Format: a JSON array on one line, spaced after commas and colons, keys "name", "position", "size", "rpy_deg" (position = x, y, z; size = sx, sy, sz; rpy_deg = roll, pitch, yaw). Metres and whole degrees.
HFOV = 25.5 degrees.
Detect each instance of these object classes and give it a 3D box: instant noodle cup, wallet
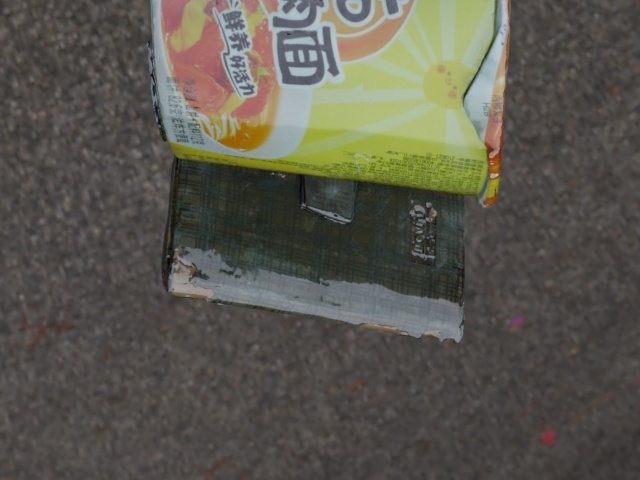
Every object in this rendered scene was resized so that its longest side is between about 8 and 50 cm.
[{"name": "instant noodle cup", "position": [0.012, -0.150, 0.861], "size": [0.200, 0.264, 0.264], "rpy_deg": [2, 143, 5]}, {"name": "wallet", "position": [0.000, 0.000, 1.411], "size": [0.317, 0.169, 0.044], "rpy_deg": [11, 158, -18]}]
